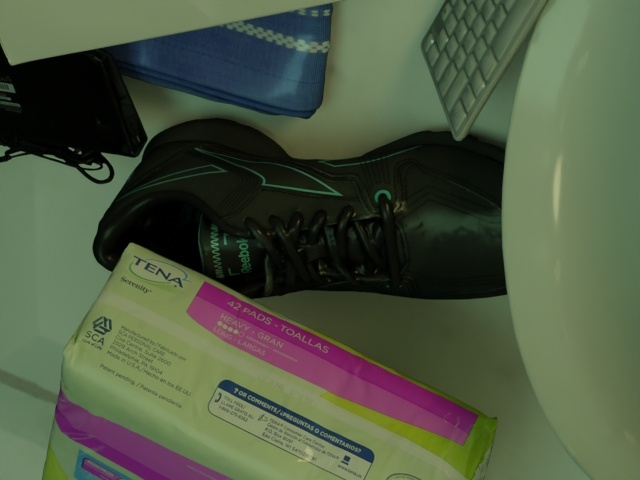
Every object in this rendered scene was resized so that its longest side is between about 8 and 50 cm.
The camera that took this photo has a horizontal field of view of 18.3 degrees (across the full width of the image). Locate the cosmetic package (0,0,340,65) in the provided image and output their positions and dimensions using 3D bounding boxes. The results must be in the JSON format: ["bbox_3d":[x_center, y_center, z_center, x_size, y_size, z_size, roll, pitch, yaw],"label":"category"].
[{"bbox_3d":[-0.042,-0.148,0.968,0.239,0.099,0.060,-8,116,23],"label":"cosmetic package"}]

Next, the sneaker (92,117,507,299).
[{"bbox_3d":[0.000,0.000,1.068,0.267,0.106,0.101,5,118,29],"label":"sneaker"}]

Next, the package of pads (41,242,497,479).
[{"bbox_3d":[-0.039,0.148,1.122,0.229,0.101,0.296,26,148,3],"label":"package of pads"}]

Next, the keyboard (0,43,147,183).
[{"bbox_3d":[-0.178,-0.089,1.165,0.192,0.038,0.100,12,133,33],"label":"keyboard"}]

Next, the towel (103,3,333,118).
[{"bbox_3d":[-0.100,-0.234,1.032,0.243,0.040,0.336,18,126,23],"label":"towel"}]

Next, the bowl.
[{"bbox_3d":[0.209,-0.026,0.855,0.298,0.134,0.298,-175,90,-65],"label":"bowl"}]

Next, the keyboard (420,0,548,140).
[{"bbox_3d":[0.110,-0.158,0.928,0.014,0.072,0.256,10,135,-21],"label":"keyboard"}]
